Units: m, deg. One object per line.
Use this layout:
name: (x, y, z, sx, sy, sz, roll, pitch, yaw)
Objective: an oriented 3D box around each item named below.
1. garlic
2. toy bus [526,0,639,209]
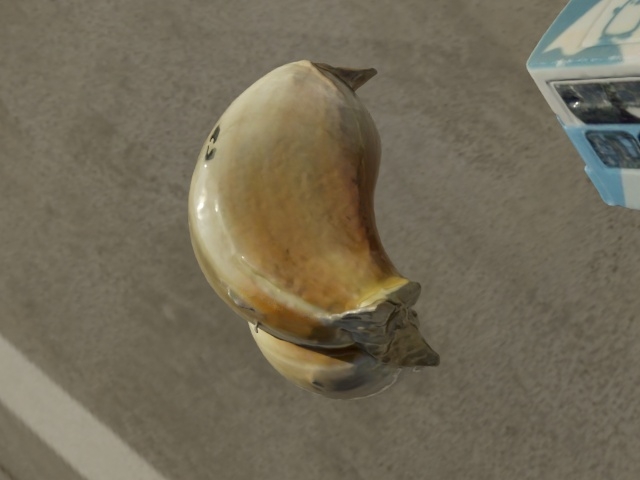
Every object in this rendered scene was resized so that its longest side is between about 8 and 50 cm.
garlic: (0.000, 0.000, 1.087, 0.249, 0.286, 0.313, -39, 52, 24)
toy bus: (0.244, -0.072, 0.520, 0.131, 0.106, 0.297, 49, 159, -26)
